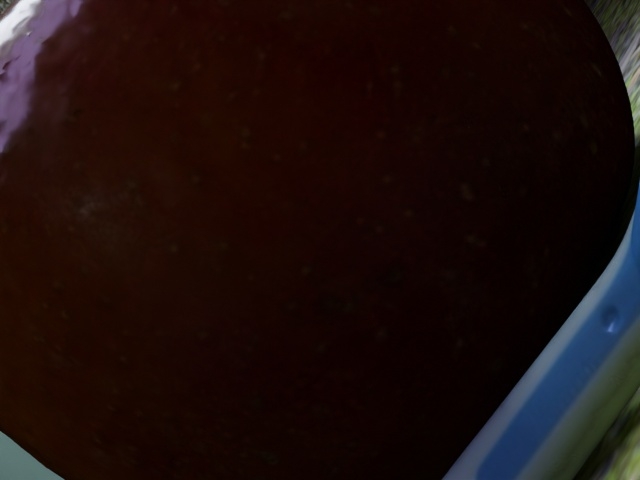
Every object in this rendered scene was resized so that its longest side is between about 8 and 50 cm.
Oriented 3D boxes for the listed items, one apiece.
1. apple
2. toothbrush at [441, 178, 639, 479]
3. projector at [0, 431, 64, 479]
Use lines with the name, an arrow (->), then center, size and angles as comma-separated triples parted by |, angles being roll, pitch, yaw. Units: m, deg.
apple -> -0.016, -0.014, 0.515 | 0.218, 0.201, 0.218 | -55, 9, 13
toothbrush -> 0.078, -0.013, 0.327 | 0.386, 0.040, 0.040 | -61, 2, 34
projector -> -0.109, 0.167, 0.662 | 0.163, 0.177, 0.242 | -63, 3, 9
